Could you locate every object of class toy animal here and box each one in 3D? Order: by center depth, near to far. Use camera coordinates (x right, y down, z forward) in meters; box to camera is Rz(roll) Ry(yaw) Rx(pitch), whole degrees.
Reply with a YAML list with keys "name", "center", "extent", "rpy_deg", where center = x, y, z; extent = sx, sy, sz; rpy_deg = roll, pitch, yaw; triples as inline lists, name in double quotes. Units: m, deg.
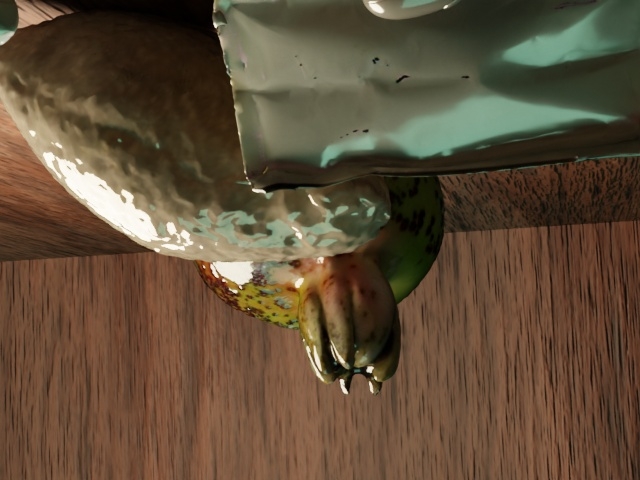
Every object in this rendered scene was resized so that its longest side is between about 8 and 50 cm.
- name: "toy animal"
  center: [-0.115, -0.087, 1.105]
  extent: [0.358, 0.188, 0.226]
  rpy_deg: [27, -168, -4]

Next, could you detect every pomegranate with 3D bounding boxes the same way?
- name: "pomegranate"
  center: [0.000, 0.000, 1.302]
  extent: [0.285, 0.341, 0.285]
  rpy_deg: [-7, 137, -7]

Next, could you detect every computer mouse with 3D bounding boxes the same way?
- name: "computer mouse"
  center: [0.072, -0.163, 0.803]
  extent: [0.096, 0.039, 0.066]
  rpy_deg: [-17, -155, 14]

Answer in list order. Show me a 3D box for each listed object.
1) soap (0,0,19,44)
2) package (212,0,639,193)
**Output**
- name: "soap"
  center: [-0.352, -0.174, 0.858]
  extent: [0.265, 0.088, 0.160]
  rpy_deg: [3, 171, -36]
- name: "package"
  center: [0.091, -0.172, 0.920]
  extent: [0.311, 0.221, 0.165]
  rpy_deg: [-2, 133, 15]
